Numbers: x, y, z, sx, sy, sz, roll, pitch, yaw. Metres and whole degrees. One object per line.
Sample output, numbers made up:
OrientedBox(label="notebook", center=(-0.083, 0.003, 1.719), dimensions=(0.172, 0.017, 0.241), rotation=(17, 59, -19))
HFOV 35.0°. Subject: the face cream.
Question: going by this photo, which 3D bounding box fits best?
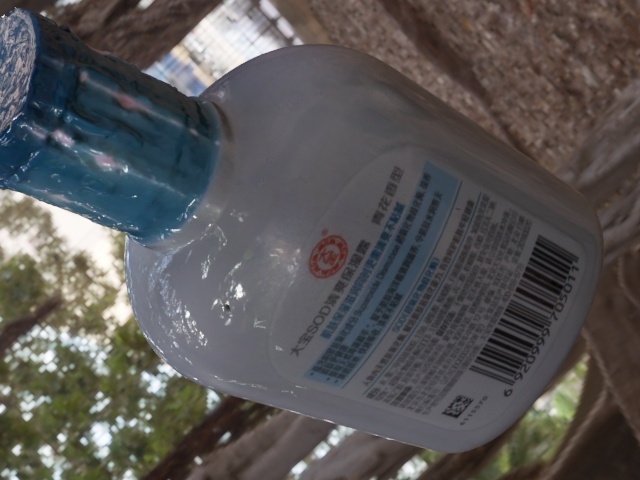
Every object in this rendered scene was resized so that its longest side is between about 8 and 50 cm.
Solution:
OrientedBox(label="face cream", center=(0.000, 0.000, 0.453), dimensions=(0.337, 0.163, 0.080), rotation=(23, -172, -42))
